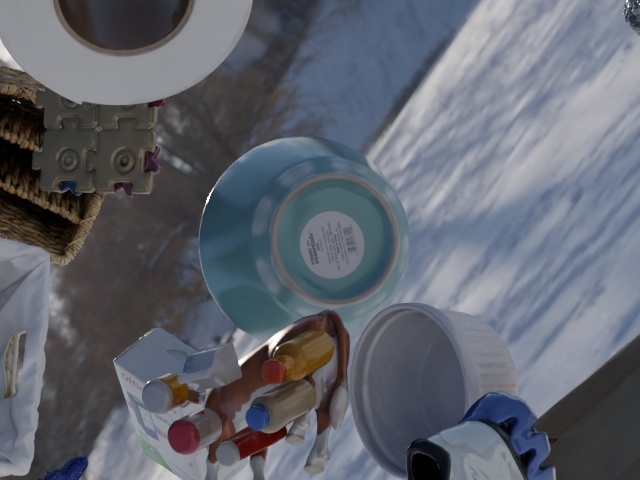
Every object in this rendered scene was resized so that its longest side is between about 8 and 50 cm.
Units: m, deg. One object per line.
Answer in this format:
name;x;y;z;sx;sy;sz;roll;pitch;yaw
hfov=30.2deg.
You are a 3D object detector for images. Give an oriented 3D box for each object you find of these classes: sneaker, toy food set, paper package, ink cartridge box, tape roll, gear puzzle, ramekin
sneaker;0.155;0.313;1.127;0.182;0.315;0.127;-11;-18;-32
toy food set;-0.098;0.169;1.224;0.232;0.111;0.104;-14;2;28
paper package;0.409;0.287;1.359;0.309;0.325;0.168;-37;34;-17
ink cartridge box;-0.202;0.252;1.734;0.093;0.154;0.212;-39;-40;-32
tape roll;-0.198;-0.277;1.146;0.246;0.246;0.169;-55;34;30
gear puzzle;-0.269;-0.223;1.491;0.044;0.175;0.339;13;-100;-70
ramekin;0.140;0.177;1.411;0.109;0.207;0.207;2;-43;-38

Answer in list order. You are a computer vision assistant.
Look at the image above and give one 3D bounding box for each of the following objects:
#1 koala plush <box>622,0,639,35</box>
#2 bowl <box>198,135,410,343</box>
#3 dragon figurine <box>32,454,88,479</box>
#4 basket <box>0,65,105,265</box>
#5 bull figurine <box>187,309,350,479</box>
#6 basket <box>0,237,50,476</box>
koala plush;0.424;-0.314;1.219;0.196;0.203;0.221;16;-95;-55
bowl;0.000;0.000;1.631;0.311;0.311;0.163;-56;11;-11
dragon figurine;-0.276;0.271;0.942;0.289;0.085;0.144;-36;-4;-11
basket;-0.487;-0.136;1.919;0.213;0.299;0.223;-54;22;21
bull figurine;-0.070;0.199;1.377;0.310;0.101;0.188;-44;36;42
basket;-0.580;0.162;1.621;0.266;0.331;0.328;-26;57;48
